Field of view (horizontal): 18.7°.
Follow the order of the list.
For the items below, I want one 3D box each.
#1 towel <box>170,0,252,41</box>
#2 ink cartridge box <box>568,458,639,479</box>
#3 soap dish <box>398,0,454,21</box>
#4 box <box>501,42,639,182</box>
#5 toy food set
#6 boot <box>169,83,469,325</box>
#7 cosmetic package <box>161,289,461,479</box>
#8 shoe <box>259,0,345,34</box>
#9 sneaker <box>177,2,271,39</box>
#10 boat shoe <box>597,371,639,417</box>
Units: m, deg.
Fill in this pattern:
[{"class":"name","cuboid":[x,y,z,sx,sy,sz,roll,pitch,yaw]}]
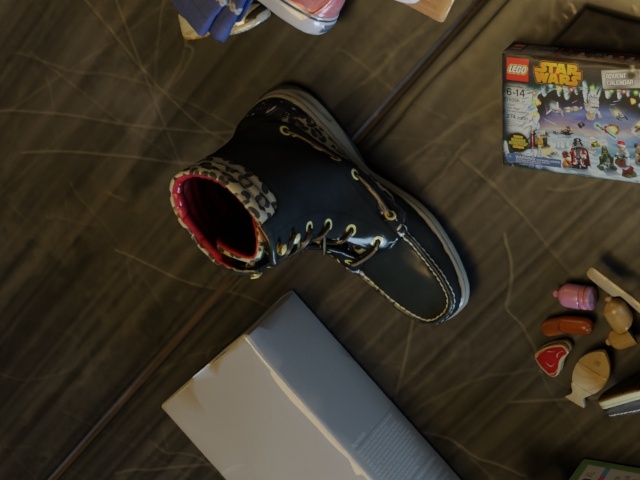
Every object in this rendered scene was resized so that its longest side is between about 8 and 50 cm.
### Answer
[{"class":"towel","cuboid":[-0.075,-0.327,1.333,0.243,0.040,0.336,49,133,15]},{"class":"ink cartridge box","cuboid":[0.250,0.244,1.568,0.209,0.062,0.109,7,116,25]},{"class":"soap dish","cuboid":[0.051,-0.333,1.361,0.229,0.118,0.291,31,123,11]},{"class":"box","cuboid":[0.203,-0.094,1.452,0.137,0.027,0.094,8,115,24]},{"class":"toy food set","cuboid":[0.210,0.071,1.535,0.078,0.019,0.122,38,132,6]},{"class":"boot","cuboid":[-0.002,0.000,1.509,0.236,0.178,0.085,48,125,0]},{"class":"cosmetic package","cuboid":[-0.004,0.176,1.644,0.127,0.107,0.238,-38,90,35]},{"class":"shoe","cuboid":[-0.050,-0.238,1.495,0.178,0.063,0.081,33,123,3]},{"class":"sneaker","cuboid":[-0.080,-0.184,1.551,0.083,0.032,0.037,-6,110,28]},{"class":"boat shoe","cuboid":[0.287,0.119,1.494,0.152,0.056,0.049,-18,99,32]}]
